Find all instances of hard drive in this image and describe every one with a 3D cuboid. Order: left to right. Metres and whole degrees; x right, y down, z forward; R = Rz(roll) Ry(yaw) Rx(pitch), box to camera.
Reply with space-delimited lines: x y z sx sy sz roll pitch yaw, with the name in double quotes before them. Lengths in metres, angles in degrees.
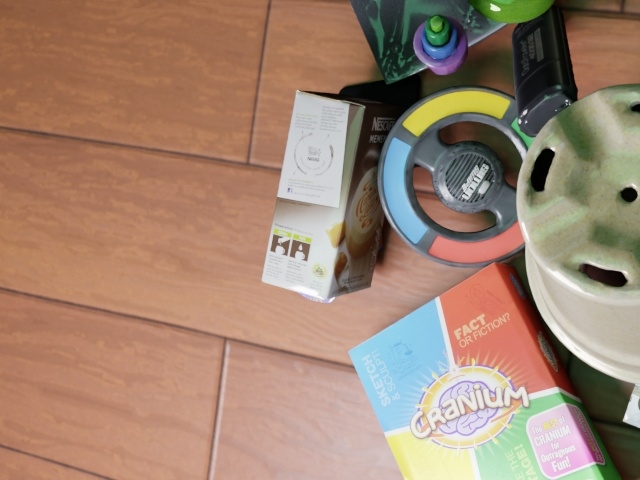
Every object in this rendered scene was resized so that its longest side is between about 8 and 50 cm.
"hard drive" 0.169 -0.326 1.580 0.254 0.054 0.172 -28 78 23

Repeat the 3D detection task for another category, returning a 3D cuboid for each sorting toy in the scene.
"sorting toy" 0.244 -0.353 1.447 0.127 0.126 0.365 44 90 12

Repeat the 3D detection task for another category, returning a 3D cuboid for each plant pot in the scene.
"plant pot" 0.353 -0.021 1.314 0.333 0.305 0.334 -5 77 21

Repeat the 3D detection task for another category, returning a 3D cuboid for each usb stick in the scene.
"usb stick" 0.259 -0.203 1.431 0.045 0.278 0.077 41 117 -17

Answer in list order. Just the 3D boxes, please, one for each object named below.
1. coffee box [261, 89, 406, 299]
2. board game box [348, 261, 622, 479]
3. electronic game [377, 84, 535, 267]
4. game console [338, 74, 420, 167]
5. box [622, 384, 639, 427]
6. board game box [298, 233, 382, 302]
"coffee box" 0.018 -0.061 1.566 0.098 0.141 0.247 15 102 24
"board game box" 0.201 0.223 1.535 0.242 0.064 0.317 -34 67 23
"electronic game" 0.185 -0.079 1.533 0.229 0.048 0.229 0 96 0
"game console" 0.084 -0.153 1.648 0.122 0.071 0.107 -7 117 27
"box" 0.490 0.179 1.424 0.233 0.044 0.159 20 99 25
"board game box" 0.000 0.000 1.679 0.169 0.033 0.133 -48 71 18
